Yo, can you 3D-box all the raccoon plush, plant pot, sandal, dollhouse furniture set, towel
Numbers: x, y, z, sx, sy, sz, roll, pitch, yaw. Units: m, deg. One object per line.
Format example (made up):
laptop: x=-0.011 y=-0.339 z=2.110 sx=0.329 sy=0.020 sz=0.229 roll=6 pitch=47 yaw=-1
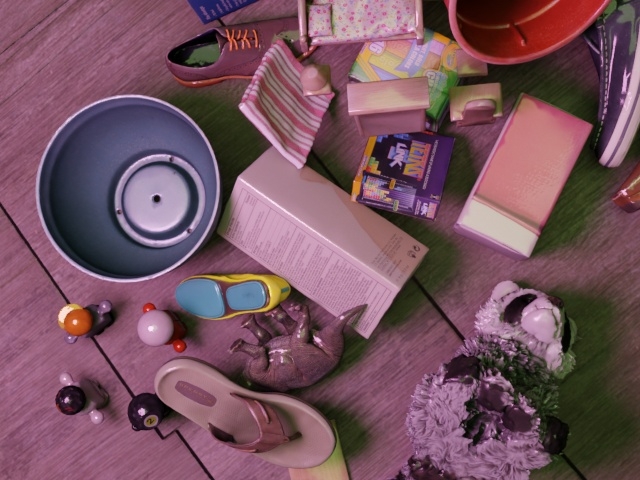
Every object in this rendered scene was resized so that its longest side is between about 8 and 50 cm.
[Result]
raccoon plush: x=0.230 y=0.246 z=1.467 sx=0.216 sy=0.299 sz=0.446 roll=48 pitch=124 yaw=-8
plant pot: x=-0.289 y=-0.075 z=1.497 sx=0.292 sy=0.196 sz=0.293 roll=0 pitch=86 yaw=6
sandal: x=-0.121 y=0.283 z=1.407 sx=0.302 sy=0.086 sz=0.120 roll=23 pitch=107 yaw=-7
dollhouse furniture set: x=0.111 y=-0.350 z=1.356 sx=0.303 sy=0.174 sz=0.356 roll=-4 pitch=86 yaw=6
plant pot: x=0.263 y=-0.446 z=1.323 sx=0.272 sy=0.272 sz=0.265 roll=-25 pitch=52 yaw=3
towel: x=-0.052 y=-0.227 z=1.482 sx=0.029 sy=0.197 sz=0.144 roll=-27 pitch=120 yaw=38

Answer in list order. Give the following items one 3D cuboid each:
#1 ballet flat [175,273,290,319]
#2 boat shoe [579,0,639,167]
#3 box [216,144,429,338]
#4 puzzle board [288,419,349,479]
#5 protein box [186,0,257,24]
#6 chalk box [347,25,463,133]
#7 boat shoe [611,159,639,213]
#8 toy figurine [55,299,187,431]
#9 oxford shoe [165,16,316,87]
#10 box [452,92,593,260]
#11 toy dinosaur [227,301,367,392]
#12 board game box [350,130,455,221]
ballet flat: x=-0.143 y=0.089 z=1.518 sx=0.230 sy=0.077 sz=0.077 roll=-5 pitch=98 yaw=41
boat shoe: x=0.459 y=-0.367 z=1.426 sx=0.155 sy=0.187 sz=0.501 roll=6 pitch=104 yaw=17
box: x=0.000 y=0.000 z=1.470 sx=0.311 sy=0.148 sz=0.121 roll=36 pitch=46 yaw=7
puzzle board: x=-0.007 y=0.375 z=1.528 sx=0.096 sy=0.011 sz=0.128 roll=-14 pitch=84 yaw=6
protein box: x=-0.151 y=-0.488 z=1.511 sx=0.201 sy=0.200 sz=0.136 roll=-23 pitch=83 yaw=4
chalk box: x=0.170 y=-0.267 z=1.497 sx=0.213 sy=0.132 sz=0.132 roll=27 pitch=89 yaw=6
boat shoe: x=0.578 y=-0.182 z=1.458 sx=0.324 sy=0.122 sz=0.120 roll=-44 pitch=84 yaw=-7
toy figurine: x=-0.332 y=0.205 z=1.504 sx=0.209 sy=0.148 sz=0.213 roll=7 pitch=87 yaw=6
oxford shoe: x=-0.132 y=-0.326 z=1.548 sx=0.271 sy=0.098 sz=0.097 roll=-17 pitch=84 yaw=4
box: x=0.321 y=-0.097 z=1.459 sx=0.126 sy=0.148 sz=0.232 roll=26 pitch=90 yaw=6
toy dinosaur: x=-0.045 y=0.187 z=1.483 sx=0.313 sy=0.121 sz=0.160 roll=-32 pitch=108 yaw=10
board game box: x=0.137 y=-0.117 z=1.481 sx=0.141 sy=0.048 sz=0.170 roll=13 pitch=46 yaw=7
